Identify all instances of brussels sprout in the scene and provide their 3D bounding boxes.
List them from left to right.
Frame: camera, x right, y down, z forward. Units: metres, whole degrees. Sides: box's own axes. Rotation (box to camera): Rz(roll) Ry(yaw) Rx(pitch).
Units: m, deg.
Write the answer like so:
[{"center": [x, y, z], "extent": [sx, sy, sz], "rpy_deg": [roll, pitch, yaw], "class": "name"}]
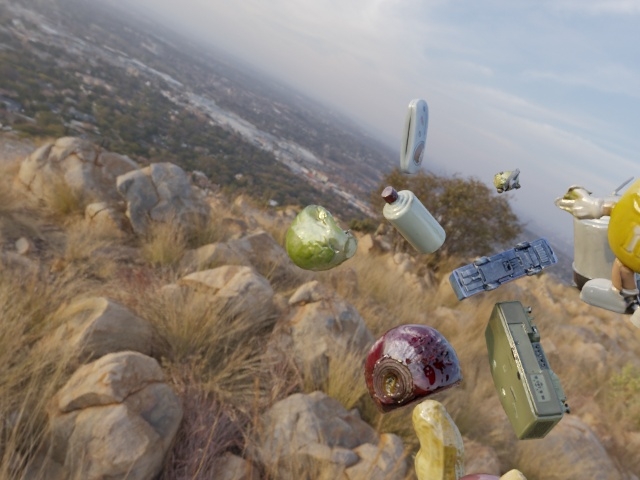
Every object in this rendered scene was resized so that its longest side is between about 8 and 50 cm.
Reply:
[{"center": [-0.006, 0.006, 1.102], "extent": [0.131, 0.145, 0.183], "rpy_deg": [42, 1, -45], "class": "brussels sprout"}]

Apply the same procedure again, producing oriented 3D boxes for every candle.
[{"center": [0.872, 0.005, 1.400], "extent": [0.222, 0.342, 0.221], "rpy_deg": [-12, 20, 5], "class": "candle"}]

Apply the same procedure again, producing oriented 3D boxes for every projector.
[{"center": [0.446, 0.290, 1.043], "extent": [0.088, 0.193, 0.269], "rpy_deg": [-6, 50, 2], "class": "projector"}]

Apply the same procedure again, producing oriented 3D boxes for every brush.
[{"center": [0.482, -0.149, 1.181], "extent": [0.016, 0.062, 0.193], "rpy_deg": [32, 22, 8], "class": "brush"}]

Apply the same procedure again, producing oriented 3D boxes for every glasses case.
[{"center": [0.228, -0.250, 1.135], "extent": [0.045, 0.178, 0.067], "rpy_deg": [15, 15, 36], "class": "glasses case"}]

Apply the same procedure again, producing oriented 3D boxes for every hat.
[{"center": [0.607, -0.187, 1.527], "extent": [0.077, 0.059, 0.076], "rpy_deg": [-4, -27, 10], "class": "hat"}]

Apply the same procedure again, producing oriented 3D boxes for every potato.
[{"center": [0.377, 0.497, 0.923], "extent": [0.062, 0.083, 0.068], "rpy_deg": [39, -9, 32], "class": "potato"}]

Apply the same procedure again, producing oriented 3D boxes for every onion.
[{"center": [0.283, 0.417, 1.562], "extent": [0.282, 0.337, 0.260], "rpy_deg": [-4, 62, -43], "class": "onion"}]

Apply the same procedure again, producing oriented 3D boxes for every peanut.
[{"center": [0.340, 0.613, 1.350], "extent": [0.147, 0.305, 0.147], "rpy_deg": [-3, 1, 0], "class": "peanut"}]

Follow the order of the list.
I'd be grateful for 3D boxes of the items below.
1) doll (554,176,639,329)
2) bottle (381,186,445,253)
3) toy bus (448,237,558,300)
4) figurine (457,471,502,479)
[{"center": [0.728, 0.004, 1.045], "extent": [0.161, 0.422, 0.348], "rpy_deg": [-22, 7, -40], "class": "doll"}, {"center": [0.259, -0.066, 1.357], "extent": [0.245, 0.104, 0.104], "rpy_deg": [41, 8, -32], "class": "bottle"}, {"center": [0.420, 0.066, 1.093], "extent": [0.094, 0.237, 0.079], "rpy_deg": [103, -33, -77], "class": "toy bus"}, {"center": [0.411, 0.677, 1.133], "extent": [0.270, 0.261, 0.211], "rpy_deg": [-6, 62, -6], "class": "figurine"}]
